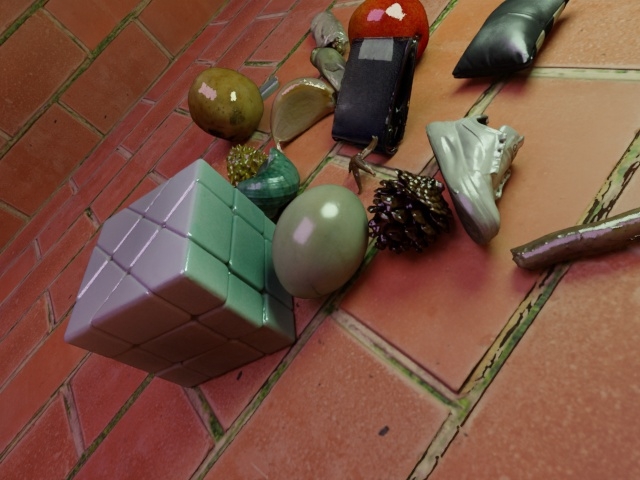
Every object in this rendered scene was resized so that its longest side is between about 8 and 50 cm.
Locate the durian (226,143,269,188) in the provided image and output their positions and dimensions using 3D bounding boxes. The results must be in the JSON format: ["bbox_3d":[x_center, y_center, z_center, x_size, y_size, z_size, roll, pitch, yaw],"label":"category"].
[{"bbox_3d":[-0.212,-0.204,1.238,0.182,0.165,0.132,-49,-6,-38],"label":"durian"}]

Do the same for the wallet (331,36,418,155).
[{"bbox_3d":[0.129,-0.359,1.015,0.221,0.072,0.262,33,120,50],"label":"wallet"}]

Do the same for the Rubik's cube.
[{"bbox_3d":[-0.273,0.084,0.884,0.319,0.316,0.321,-27,46,19],"label":"Rubik's cube"}]

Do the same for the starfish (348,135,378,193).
[{"bbox_3d":[0.087,-0.179,0.977,0.130,0.041,0.132,-5,73,63],"label":"starfish"}]

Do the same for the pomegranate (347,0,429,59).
[{"bbox_3d":[0.172,-0.564,1.124,0.221,0.221,0.257,-51,34,-6],"label":"pomegranate"}]

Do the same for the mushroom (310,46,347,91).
[{"bbox_3d":[0.052,-0.512,1.249,0.087,0.107,0.333,-52,38,25],"label":"mushroom"}]

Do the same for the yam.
[{"bbox_3d":[0.409,-0.004,0.601,0.241,0.057,0.056,-20,47,24],"label":"yam"}]

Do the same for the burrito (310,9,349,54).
[{"bbox_3d":[0.027,-0.755,1.492,0.117,0.076,0.392,-36,40,21],"label":"burrito"}]

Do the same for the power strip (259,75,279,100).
[{"bbox_3d":[-0.256,-0.540,1.582,0.253,0.027,0.060,-38,43,9],"label":"power strip"}]

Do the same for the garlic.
[{"bbox_3d":[-0.066,-0.397,1.257,0.245,0.145,0.164,-39,73,10],"label":"garlic"}]

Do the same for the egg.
[{"bbox_3d":[0.000,0.000,0.823,0.187,0.186,0.253,7,59,42],"label":"egg"}]

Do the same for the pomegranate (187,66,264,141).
[{"bbox_3d":[-0.326,-0.468,1.412,0.261,0.260,0.260,-22,47,25],"label":"pomegranate"}]

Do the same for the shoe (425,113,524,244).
[{"bbox_3d":[0.301,-0.137,0.747,0.159,0.124,0.316,-22,46,15],"label":"shoe"}]

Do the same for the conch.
[{"bbox_3d":[-0.141,-0.136,1.095,0.202,0.134,0.196,-49,10,1],"label":"conch"}]

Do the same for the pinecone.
[{"bbox_3d":[0.162,-0.048,0.767,0.174,0.173,0.173,-22,47,25],"label":"pinecone"}]

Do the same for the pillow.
[{"bbox_3d":[0.427,-0.465,0.911,0.186,0.106,0.249,16,67,52],"label":"pillow"}]
